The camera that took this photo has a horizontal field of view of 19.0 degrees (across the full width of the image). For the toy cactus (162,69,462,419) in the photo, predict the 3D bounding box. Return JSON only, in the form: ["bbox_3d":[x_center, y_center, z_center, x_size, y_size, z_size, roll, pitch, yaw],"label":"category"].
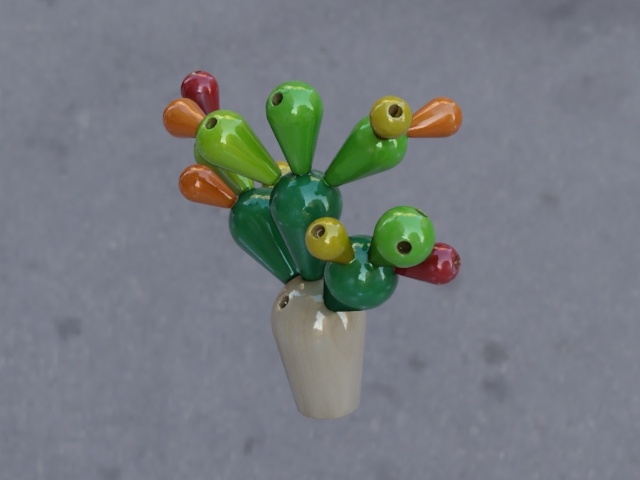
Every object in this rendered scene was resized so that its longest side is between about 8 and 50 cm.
[{"bbox_3d":[0.000,0.000,0.987,0.112,0.180,0.219,-22,27,-36],"label":"toy cactus"}]
